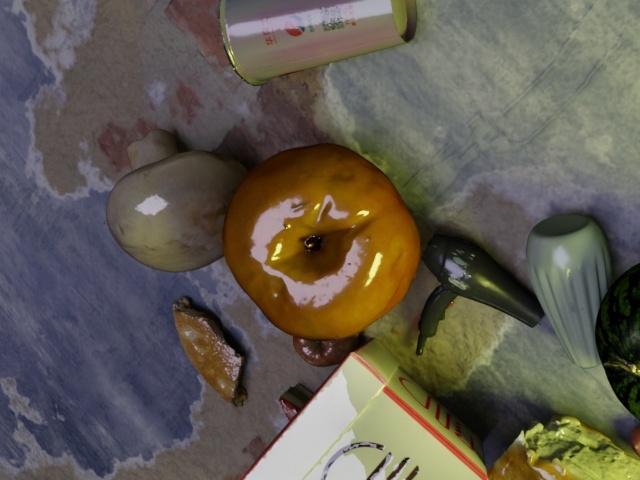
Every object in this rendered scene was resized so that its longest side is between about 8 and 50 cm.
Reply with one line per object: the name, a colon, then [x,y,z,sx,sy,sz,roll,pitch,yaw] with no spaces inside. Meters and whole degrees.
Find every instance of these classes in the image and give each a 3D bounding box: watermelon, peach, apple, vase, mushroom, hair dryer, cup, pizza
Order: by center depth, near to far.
watermelon: [0.536,0.151,1.194,0.269,0.269,0.269,10,112,27]
vase: [0.409,0.086,1.322,0.128,0.128,0.248,-6,113,32]
cup: [0.003,-0.372,1.372,0.288,0.203,0.203,-3,105,26]
peach: [0.000,0.000,1.425,0.342,0.301,0.343,1,96,10]
hair dryer: [0.248,0.128,1.475,0.235,0.091,0.272,34,134,5]
apple: [0.010,0.181,1.599,0.126,0.102,0.126,11,116,23]
mushroom: [-0.276,-0.099,1.604,0.292,0.292,0.290,-43,54,34]
pizza: [-0.237,0.239,1.793,0.271,0.056,0.134,51,126,7]

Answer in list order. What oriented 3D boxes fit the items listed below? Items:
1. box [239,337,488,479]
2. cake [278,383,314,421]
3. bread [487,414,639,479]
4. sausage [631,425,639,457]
box: [0.083,0.390,1.448,0.300,0.312,0.314,41,94,8]
cake: [0.004,0.405,1.690,0.220,0.086,0.117,30,117,17]
bread: [0.417,0.447,1.370,0.279,0.225,0.250,38,121,24]
sausage: [0.554,0.345,1.361,0.094,0.059,0.054,38,134,9]
